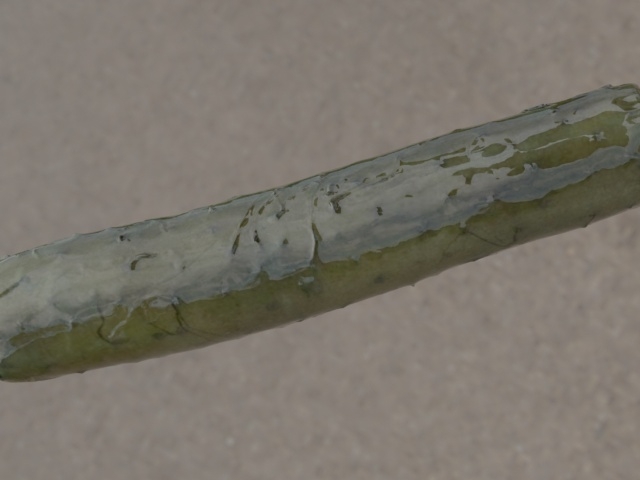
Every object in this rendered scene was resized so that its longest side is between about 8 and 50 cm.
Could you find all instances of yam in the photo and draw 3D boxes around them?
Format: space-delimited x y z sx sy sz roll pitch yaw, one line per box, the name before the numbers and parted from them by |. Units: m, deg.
yam | 0.000 0.000 1.061 0.372 0.083 0.083 -15 34 4
